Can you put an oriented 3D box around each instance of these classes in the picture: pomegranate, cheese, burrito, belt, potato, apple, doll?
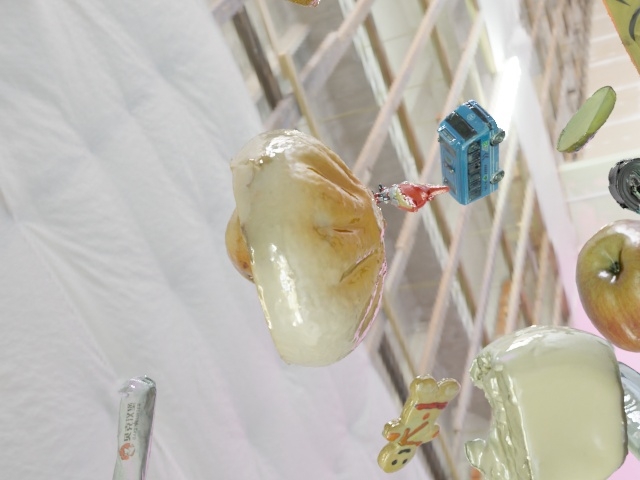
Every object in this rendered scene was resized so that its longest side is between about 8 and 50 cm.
[{"bbox_3d":[-0.090,0.000,1.780,0.207,0.207,0.207,40,-135,-54],"label":"pomegranate"},{"bbox_3d":[0.325,0.251,1.296,0.127,0.233,0.266,-118,16,-73],"label":"cheese"},{"bbox_3d":[-0.277,0.297,1.326,0.064,0.064,0.203,44,-141,-51],"label":"burrito"},{"bbox_3d":[0.657,-0.109,1.836,0.140,0.105,0.058,38,-176,-9],"label":"belt"},{"bbox_3d":[0.670,-0.292,2.228,0.054,0.198,0.119,30,-170,-15],"label":"potato"},{"bbox_3d":[0.700,0.091,1.989,0.250,0.277,0.309,43,-178,-14],"label":"apple"},{"bbox_3d":[0.176,-0.092,1.872,0.109,0.169,0.057,-32,-70,-32],"label":"doll"}]

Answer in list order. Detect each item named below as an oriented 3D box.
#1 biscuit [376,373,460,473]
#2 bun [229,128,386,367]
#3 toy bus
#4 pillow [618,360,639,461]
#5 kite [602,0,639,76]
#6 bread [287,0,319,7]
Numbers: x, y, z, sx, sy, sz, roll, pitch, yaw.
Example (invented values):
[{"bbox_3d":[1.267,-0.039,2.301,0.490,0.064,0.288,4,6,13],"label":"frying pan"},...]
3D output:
[{"bbox_3d":[0.186,0.362,1.747,0.153,0.234,0.030,14,-158,-40],"label":"biscuit"},{"bbox_3d":[0.000,0.000,1.086,0.299,0.164,0.299,-16,-90,-89],"label":"bun"},{"bbox_3d":[0.350,-0.203,2.106,0.113,0.134,0.246,53,167,34],"label":"toy bus"},{"bbox_3d":[0.484,0.266,1.410,0.254,0.144,0.078,-128,39,-55],"label":"pillow"},{"bbox_3d":[0.429,-0.285,0.950,0.377,0.327,0.013,101,154,-51],"label":"kite"},{"bbox_3d":[-0.083,-0.496,1.528,0.268,0.268,0.146,-25,-40,-65],"label":"bread"}]
